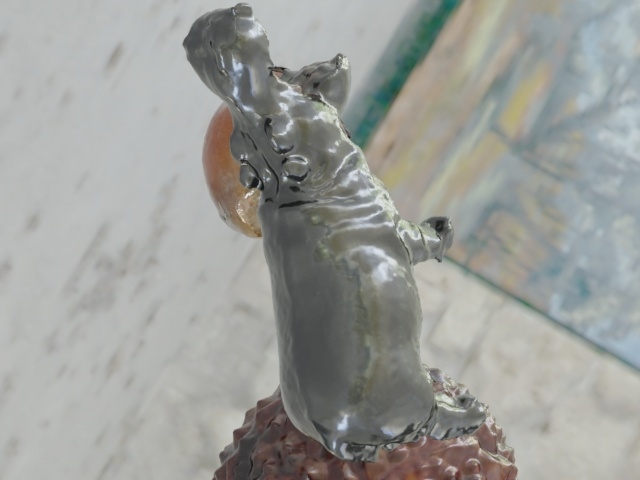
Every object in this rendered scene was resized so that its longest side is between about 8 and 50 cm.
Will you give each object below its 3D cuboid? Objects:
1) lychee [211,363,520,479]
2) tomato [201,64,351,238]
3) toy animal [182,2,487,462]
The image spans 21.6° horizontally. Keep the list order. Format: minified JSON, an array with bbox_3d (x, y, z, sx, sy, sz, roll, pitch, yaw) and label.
[{"bbox_3d":[0.079,0.349,2.268,0.500,0.424,0.424,-29,155,-33],"label":"lychee"},{"bbox_3d":[-0.058,-0.081,1.965,0.155,0.181,0.214,-36,140,-14],"label":"tomato"},{"bbox_3d":[0.009,-0.008,1.215,0.106,0.343,0.168,-22,175,42],"label":"toy animal"}]
